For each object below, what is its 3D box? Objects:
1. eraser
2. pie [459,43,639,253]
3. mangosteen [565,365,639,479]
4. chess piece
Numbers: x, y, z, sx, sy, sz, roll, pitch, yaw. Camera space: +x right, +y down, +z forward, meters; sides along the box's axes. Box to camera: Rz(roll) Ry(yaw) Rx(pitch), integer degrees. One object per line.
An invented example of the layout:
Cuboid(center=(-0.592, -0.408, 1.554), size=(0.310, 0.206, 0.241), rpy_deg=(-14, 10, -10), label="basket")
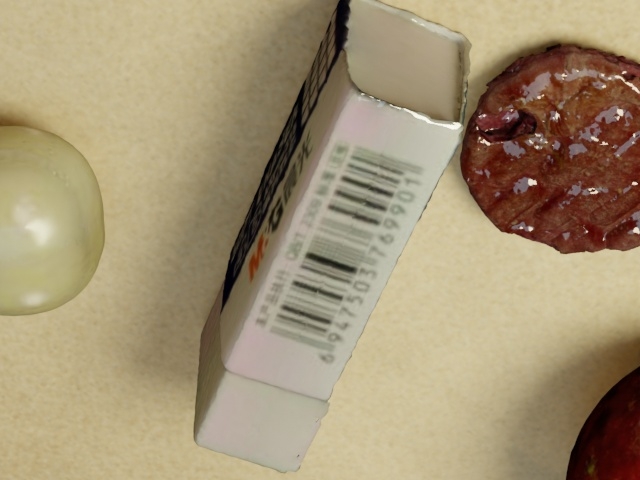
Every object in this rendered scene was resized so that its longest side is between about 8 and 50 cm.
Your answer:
Cuboid(center=(0.000, 0.000, 1.186), size=(0.086, 0.130, 0.287), rpy_deg=(19, 122, -10), label="eraser")
Cuboid(center=(0.162, -0.054, 1.184), size=(0.153, 0.038, 0.154), rpy_deg=(2, 126, 3), label="pie")
Cuboid(center=(0.271, 0.177, 1.191), size=(0.215, 0.257, 0.215), rpy_deg=(-4, 107, -15), label="mangosteen")
Cuboid(center=(-0.287, -0.015, 1.210), size=(0.299, 0.167, 0.167), rpy_deg=(-2, 123, 0), label="chess piece")
